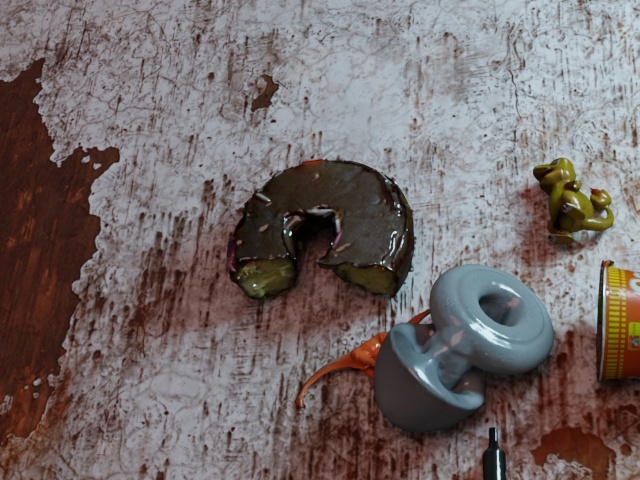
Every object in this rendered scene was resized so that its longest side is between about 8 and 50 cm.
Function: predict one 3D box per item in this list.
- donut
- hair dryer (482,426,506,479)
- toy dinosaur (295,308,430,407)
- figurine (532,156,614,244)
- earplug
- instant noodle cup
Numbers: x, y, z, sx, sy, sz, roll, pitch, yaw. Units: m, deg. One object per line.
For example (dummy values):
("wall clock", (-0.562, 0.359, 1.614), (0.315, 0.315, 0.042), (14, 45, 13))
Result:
("donut", (0.008, -0.019, 1.896), (0.345, 0.136, 0.259), (-3, 55, 17))
("hair dryer", (0.286, 0.387, 1.572), (0.195, 0.078, 0.248), (-7, 51, 14))
("toy dinosaur", (0.079, 0.206, 1.773), (0.279, 0.055, 0.101), (-36, 44, -3))
("figurine", (0.439, -0.077, 1.811), (0.122, 0.121, 0.176), (3, 44, -11))
("earplug", (0.224, 0.171, 1.680), (0.325, 0.175, 0.214), (-38, 67, -17))
("instant noodle cup", (0.529, 0.126, 1.592), (0.212, 0.193, 0.193), (2, 59, 13))
